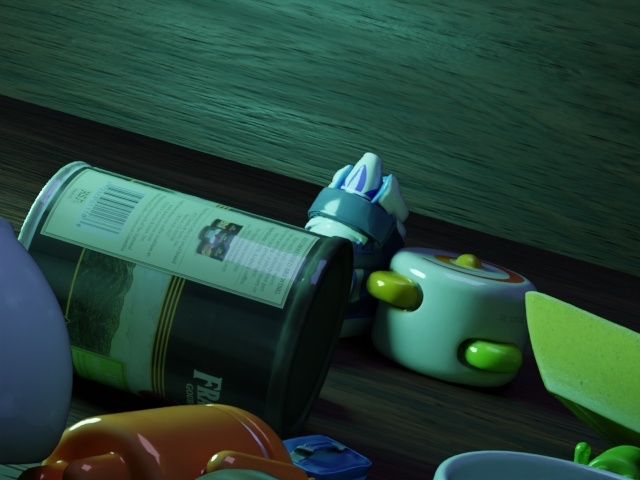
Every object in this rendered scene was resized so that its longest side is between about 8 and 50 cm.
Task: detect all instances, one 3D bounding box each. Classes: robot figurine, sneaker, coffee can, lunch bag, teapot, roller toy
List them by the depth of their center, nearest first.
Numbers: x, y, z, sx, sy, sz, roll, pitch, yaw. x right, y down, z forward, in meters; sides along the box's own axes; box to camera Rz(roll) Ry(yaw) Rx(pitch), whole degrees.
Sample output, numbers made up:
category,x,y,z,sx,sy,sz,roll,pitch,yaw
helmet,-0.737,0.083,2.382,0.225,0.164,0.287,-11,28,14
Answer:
category,x,y,z,sx,sy,sz,roll,pitch,yaw
teapot,-0.263,0.036,0.872,0.256,0.187,0.252,-1,-8,31
robot figurine,-0.099,0.174,0.978,0.128,0.158,0.219,45,23,27
lunch bag,-0.009,0.193,1.192,0.067,0.065,0.098,21,10,32
coffee can,-0.129,0.057,1.390,0.275,0.201,0.201,17,10,12
robot figurine,0.288,0.233,1.409,0.101,0.067,0.115,16,8,24
sneaker,0.001,0.000,1.813,0.130,0.236,0.323,20,10,29
roller toy,0.167,0.087,1.840,0.209,0.146,0.191,16,9,13

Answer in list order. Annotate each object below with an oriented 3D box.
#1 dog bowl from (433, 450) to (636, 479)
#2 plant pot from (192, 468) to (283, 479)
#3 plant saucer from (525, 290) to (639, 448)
category,x,y,z,sx,sy,sz,roll,pitch,yaw
dog bowl,0.198,0.250,1.063,0.265,0.104,0.265,14,9,-2
plant pot,-0.020,0.209,0.831,0.167,0.166,0.165,10,4,-29
plant saucer,0.377,0.198,1.455,0.333,0.081,0.333,25,-11,44
